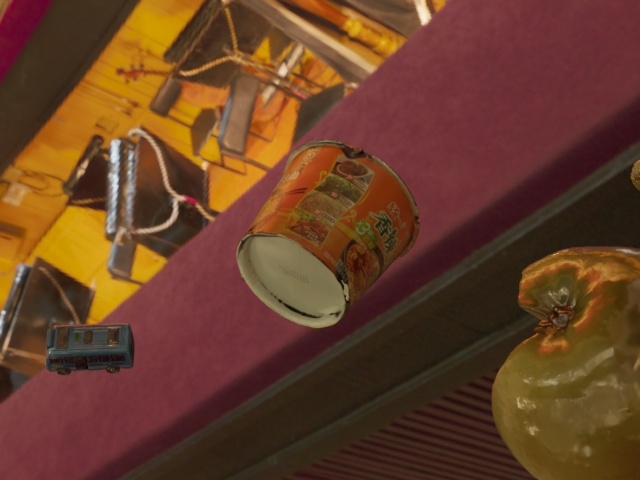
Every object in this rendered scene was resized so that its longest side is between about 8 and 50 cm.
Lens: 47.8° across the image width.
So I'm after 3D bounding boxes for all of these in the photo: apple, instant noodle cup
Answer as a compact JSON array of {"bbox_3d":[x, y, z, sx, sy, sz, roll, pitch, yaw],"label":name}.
[{"bbox_3d":[0.348,0.150,0.808,0.233,0.258,0.295,2,58,54],"label":"apple"},{"bbox_3d":[0.000,0.000,1.025,0.230,0.230,0.182,-21,24,49],"label":"instant noodle cup"}]

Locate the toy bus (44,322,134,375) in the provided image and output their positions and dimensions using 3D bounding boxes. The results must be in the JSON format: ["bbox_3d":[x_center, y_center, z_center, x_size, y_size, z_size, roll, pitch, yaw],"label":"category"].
[{"bbox_3d":[-0.226,0.104,0.705,0.046,0.083,0.038,102,164,-53],"label":"toy bus"}]

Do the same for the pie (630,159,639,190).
[{"bbox_3d":[0.794,-0.150,1.493,0.274,0.257,0.105,93,-164,-49],"label":"pie"}]
